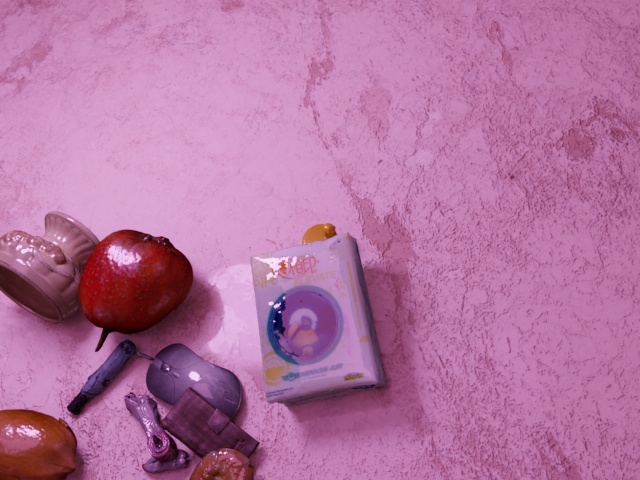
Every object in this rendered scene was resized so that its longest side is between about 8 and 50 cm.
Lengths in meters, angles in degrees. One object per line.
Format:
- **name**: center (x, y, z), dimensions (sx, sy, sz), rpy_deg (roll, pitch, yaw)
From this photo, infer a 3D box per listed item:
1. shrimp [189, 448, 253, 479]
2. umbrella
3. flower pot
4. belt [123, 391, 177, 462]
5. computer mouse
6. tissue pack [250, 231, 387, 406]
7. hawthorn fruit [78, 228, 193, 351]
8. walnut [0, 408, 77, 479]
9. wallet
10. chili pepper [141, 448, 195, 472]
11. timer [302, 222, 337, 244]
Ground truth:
- **shrimp**: center (-0.261, 0.625, 1.441), dimensions (0.145, 0.061, 0.267), rpy_deg (26, 88, 4)
- **umbrella**: center (-0.610, 0.376, 1.678), dimensions (0.250, 0.052, 0.053), rpy_deg (-48, 45, -3)
- **flower pot**: center (-0.794, 0.063, 1.770), dimensions (0.307, 0.308, 0.244), rpy_deg (16, 53, 21)
- **belt**: center (-0.441, 0.478, 1.570), dimensions (0.071, 0.053, 0.232), rpy_deg (-38, 49, -14)
- **computer mouse**: center (-0.376, 0.367, 1.614), dimensions (0.379, 0.090, 0.167), rpy_deg (20, 68, 25)
- **tissue pack**: center (-0.010, 0.204, 1.543), dimensions (0.287, 0.162, 0.388), rpy_deg (-13, 68, 9)
- **hawthorn fruit**: center (-0.530, 0.145, 1.675), dimensions (0.284, 0.285, 0.369), rpy_deg (25, 80, 25)
- **walnut**: center (-0.754, 0.543, 1.554), dimensions (0.297, 0.203, 0.203), rpy_deg (18, 68, 18)
- **wallet**: center (-0.275, 0.481, 1.503), dimensions (0.230, 0.042, 0.124), rpy_deg (37, 82, 7)
- **chili pepper**: center (-0.391, 0.562, 1.539), dimensions (0.153, 0.041, 0.050), rpy_deg (-11, 26, 8)
- **timer**: center (0.000, 0.000, 1.697), dimensions (0.107, 0.109, 0.107), rpy_deg (-6, 61, 11)
